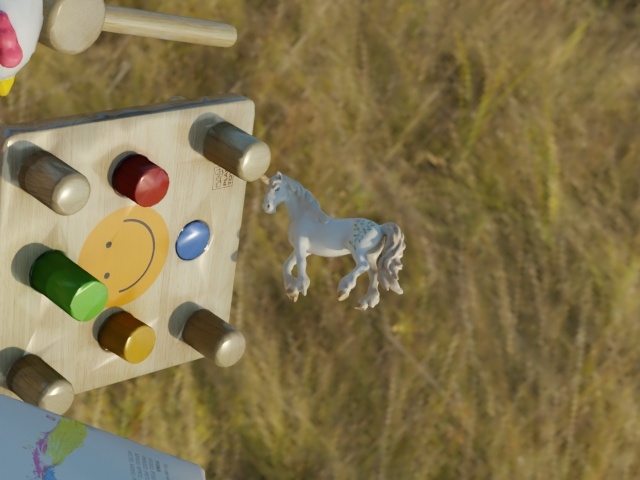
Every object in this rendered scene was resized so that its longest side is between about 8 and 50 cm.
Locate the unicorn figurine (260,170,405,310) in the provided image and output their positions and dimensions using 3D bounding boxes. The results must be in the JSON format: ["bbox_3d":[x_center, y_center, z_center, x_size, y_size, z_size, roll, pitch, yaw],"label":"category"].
[{"bbox_3d":[0.000,0.000,1.344,0.162,0.060,0.111,10,77,2],"label":"unicorn figurine"}]

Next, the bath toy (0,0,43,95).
[{"bbox_3d":[-0.345,-0.107,1.004,0.348,0.151,0.129,-21,44,-19],"label":"bath toy"}]

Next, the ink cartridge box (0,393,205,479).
[{"bbox_3d":[-0.149,0.159,0.691,0.176,0.128,0.127,22,16,-19],"label":"ink cartridge box"}]

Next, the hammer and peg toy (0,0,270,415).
[{"bbox_3d":[-0.157,-0.041,1.245,0.266,0.361,0.127,-12,31,-41],"label":"hammer and peg toy"}]
